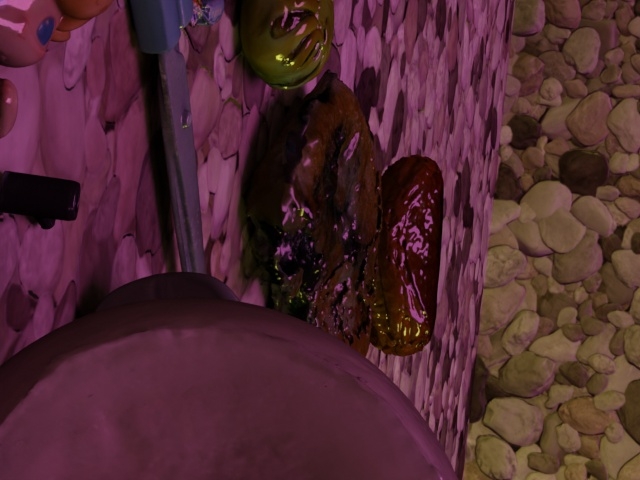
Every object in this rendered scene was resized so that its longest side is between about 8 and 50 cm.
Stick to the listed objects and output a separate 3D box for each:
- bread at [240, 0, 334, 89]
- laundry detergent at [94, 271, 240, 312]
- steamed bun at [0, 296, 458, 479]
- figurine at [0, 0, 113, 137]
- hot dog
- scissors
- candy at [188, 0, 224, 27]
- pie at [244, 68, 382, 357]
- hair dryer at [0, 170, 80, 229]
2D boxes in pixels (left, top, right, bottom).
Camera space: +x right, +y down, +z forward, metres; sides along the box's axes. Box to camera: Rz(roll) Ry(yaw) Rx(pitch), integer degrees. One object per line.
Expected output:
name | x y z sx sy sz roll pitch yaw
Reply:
bread | -0.026 -0.196 1.596 0.139 0.071 0.130 77 18 -55
laundry detergent | -0.081 0.226 1.347 0.398 0.125 0.264 84 -5 -57
steamed bun | -0.072 0.190 1.018 0.206 0.324 0.324 130 -32 -78
figurine | -0.178 -0.108 0.915 0.108 0.114 0.196 -20 -137 54
hot dog | 0.083 0.012 2.001 0.160 0.099 0.226 140 -41 -69
scissors | -0.111 -0.126 1.336 0.192 0.029 0.447 -68 159 -54
candy | -0.091 -0.185 1.421 0.083 0.020 0.030 -50 147 -70
pie | 0.000 0.000 1.784 0.371 0.078 0.296 79 20 -50
hair dryer | -0.171 -0.019 1.113 0.083 0.047 0.026 104 -4 -76
